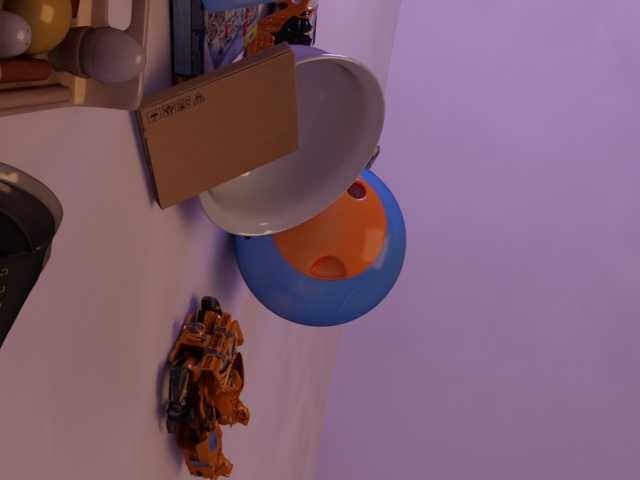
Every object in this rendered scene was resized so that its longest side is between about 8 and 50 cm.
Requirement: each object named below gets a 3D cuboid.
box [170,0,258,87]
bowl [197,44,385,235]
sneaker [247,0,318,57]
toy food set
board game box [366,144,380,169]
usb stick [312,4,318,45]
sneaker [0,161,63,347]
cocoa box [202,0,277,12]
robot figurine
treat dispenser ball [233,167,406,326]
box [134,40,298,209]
[{"bbox_3d":[-0.131,-0.308,1.143,0.233,0.044,0.159,-66,163,-57],"label":"box"},{"bbox_3d":[-0.067,-0.159,1.229,0.297,0.134,0.298,-26,144,-21],"label":"bowl"},{"bbox_3d":[-0.052,-0.325,1.457,0.121,0.099,0.263,94,11,-55],"label":"sneaker"},{"bbox_3d":[-0.204,-0.197,0.678,0.306,0.092,0.220,-48,147,-73],"label":"toy food set"},{"bbox_3d":[-0.011,-0.132,1.726,0.194,0.194,0.060,-58,159,-30],"label":"board game box"},{"bbox_3d":[-0.021,-0.487,1.611,0.077,0.045,0.278,-58,156,-64],"label":"usb stick"},{"bbox_3d":[-0.238,0.027,0.618,0.222,0.083,0.118,119,-12,-66],"label":"sneaker"},{"bbox_3d":[-0.044,-0.412,0.824,0.347,0.231,0.228,73,8,-71],"label":"cocoa box"},{"bbox_3d":[-0.166,0.225,1.352,0.211,0.085,0.291,-72,168,-44],"label":"robot figurine"},{"bbox_3d":[0.000,0.000,1.485,0.288,0.288,0.288,10,90,-81],"label":"treat dispenser ball"},{"bbox_3d":[-0.118,-0.135,1.069,0.201,0.021,0.164,-26,144,-20],"label":"box"}]
